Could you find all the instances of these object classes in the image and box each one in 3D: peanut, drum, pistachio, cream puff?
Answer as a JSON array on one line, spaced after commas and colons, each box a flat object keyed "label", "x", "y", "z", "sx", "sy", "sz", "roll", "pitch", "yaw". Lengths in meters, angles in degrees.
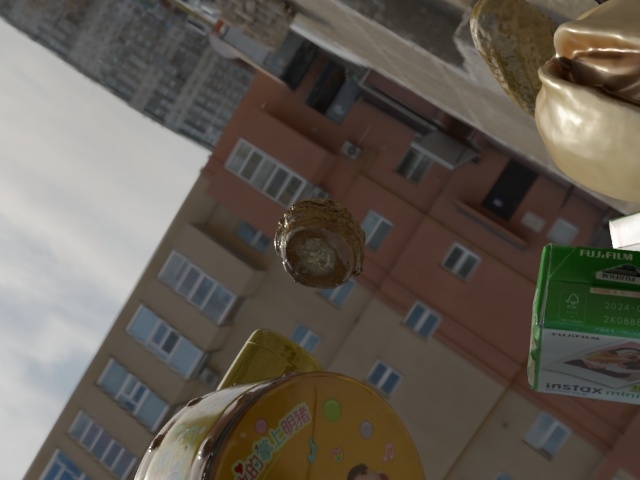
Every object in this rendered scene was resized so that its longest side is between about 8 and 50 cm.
[{"label": "peanut", "x": 0.298, "y": -0.260, "z": 1.060, "sx": 0.226, "sy": 0.108, "sz": 0.095, "roll": 51, "pitch": -154, "yaw": -23}, {"label": "drum", "x": -0.049, "y": 0.405, "z": 1.075, "sx": 0.431, "sy": 0.430, "sz": 0.214, "roll": 27, "pitch": 149, "yaw": -32}, {"label": "pistachio", "x": 0.318, "y": -0.125, "z": 0.688, "sx": 0.214, "sy": 0.193, "sz": 0.318, "roll": 16, "pitch": -162, "yaw": -23}, {"label": "cream puff", "x": 0.000, "y": 0.000, "z": 1.233, "sx": 0.150, "sy": 0.165, "sz": 0.115, "roll": 4, "pitch": -146, "yaw": 2}]

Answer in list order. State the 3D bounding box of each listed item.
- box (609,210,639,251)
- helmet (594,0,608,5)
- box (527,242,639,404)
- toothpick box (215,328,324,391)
[{"label": "box", "x": 0.635, "y": -0.023, "z": 1.299, "sx": 0.199, "sy": 0.081, "sz": 0.135, "roll": -6, "pitch": 174, "yaw": -14}, {"label": "helmet", "x": 0.730, "y": -0.625, "z": 1.660, "sx": 0.271, "sy": 0.197, "sz": 0.338, "roll": 19, "pitch": -143, "yaw": 0}, {"label": "box", "x": 0.327, "y": 0.102, "z": 0.824, "sx": 0.180, "sy": 0.103, "sz": 0.250, "roll": 5, "pitch": 152, "yaw": 18}, {"label": "toothpick box", "x": -0.129, "y": 0.328, "z": 1.474, "sx": 0.175, "sy": 0.271, "sz": 0.175, "roll": 29, "pitch": 159, "yaw": 12}]
